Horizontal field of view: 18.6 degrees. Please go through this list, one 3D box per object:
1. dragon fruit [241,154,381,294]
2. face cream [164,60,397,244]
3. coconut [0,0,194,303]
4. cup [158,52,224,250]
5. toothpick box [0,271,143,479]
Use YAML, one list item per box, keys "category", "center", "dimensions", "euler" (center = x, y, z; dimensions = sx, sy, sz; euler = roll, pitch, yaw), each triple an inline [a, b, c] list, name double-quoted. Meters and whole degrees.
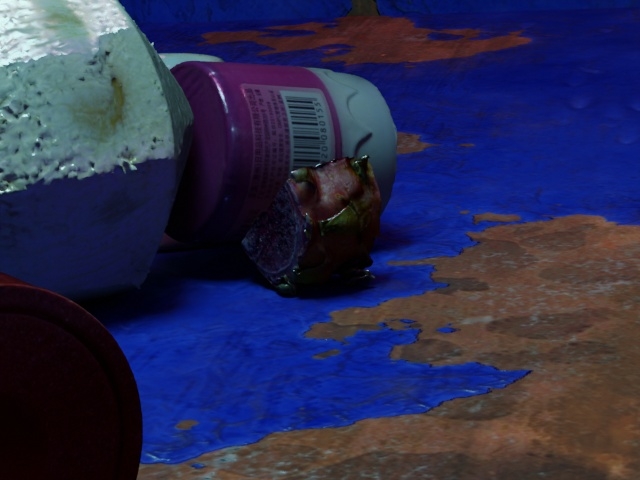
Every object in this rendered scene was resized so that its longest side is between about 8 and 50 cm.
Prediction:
- category: "dragon fruit"
  center: [0.000, 0.000, 1.746]
  dimensions: [0.102, 0.096, 0.147]
  euler: [-9, -28, -36]
- category: "face cream"
  center: [-0.050, -0.082, 1.867]
  dimensions: [0.195, 0.175, 0.175]
  euler: [2, 9, -33]
- category: "coconut"
  center: [-0.260, -0.082, 1.732]
  dimensions: [0.309, 0.297, 0.297]
  euler: [-16, 18, -24]
- category: "cup"
  center: [-0.178, -0.106, 2.064]
  dimensions: [0.347, 0.163, 0.347]
  euler: [-2, 14, 1]
- category: "toothpick box"
  center: [-0.279, 0.093, 1.220]
  dimensions: [0.204, 0.204, 0.333]
  euler: [-13, 17, -34]
